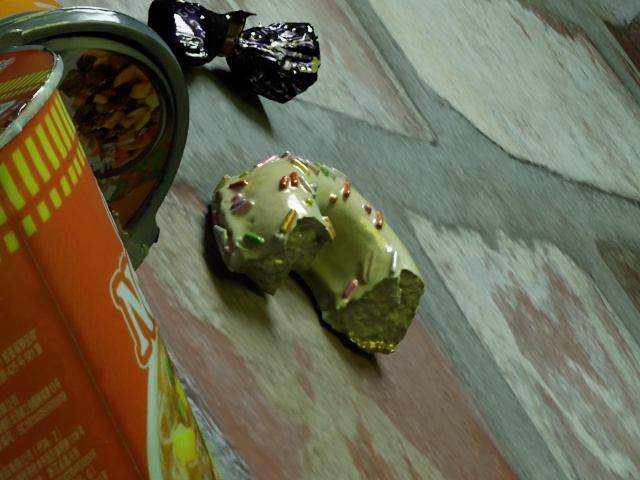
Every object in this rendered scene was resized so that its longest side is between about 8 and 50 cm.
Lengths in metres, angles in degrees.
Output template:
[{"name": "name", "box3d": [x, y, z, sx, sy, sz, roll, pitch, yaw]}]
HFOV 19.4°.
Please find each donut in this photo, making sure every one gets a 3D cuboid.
[{"name": "donut", "box3d": [-0.003, -0.004, 1.165, 0.166, 0.065, 0.108, 30, 28, -44]}]

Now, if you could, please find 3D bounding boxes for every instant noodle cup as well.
[{"name": "instant noodle cup", "box3d": [-0.163, -0.054, 0.802, 0.125, 0.178, 0.208, 44, -16, 29]}, {"name": "instant noodle cup", "box3d": [-0.120, 0.073, 0.622, 0.212, 0.193, 0.193, 63, 16, -20]}]

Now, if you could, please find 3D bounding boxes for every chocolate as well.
[{"name": "chocolate", "box3d": [-0.063, -0.137, 1.275, 0.072, 0.070, 0.147, 30, 6, 34]}]
